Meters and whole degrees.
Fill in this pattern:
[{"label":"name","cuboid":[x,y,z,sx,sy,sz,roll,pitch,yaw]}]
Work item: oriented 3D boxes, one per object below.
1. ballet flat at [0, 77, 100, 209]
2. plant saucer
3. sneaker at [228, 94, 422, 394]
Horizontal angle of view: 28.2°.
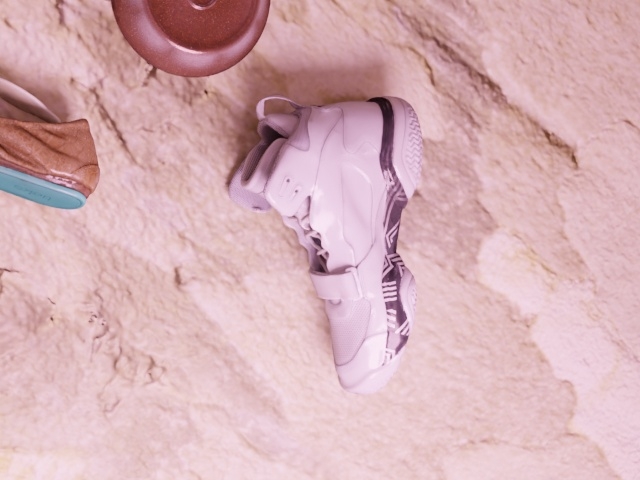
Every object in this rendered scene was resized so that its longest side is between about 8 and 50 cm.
[{"label":"ballet flat","cuboid":[-0.392,-0.127,1.340,0.343,0.116,0.124,13,71,-27]},{"label":"plant saucer","cuboid":[-0.142,-0.288,1.471,0.199,0.036,0.198,-4,99,-26]},{"label":"sneaker","cuboid":[0.000,0.000,1.524,0.210,0.137,0.365,5,89,-26]}]
